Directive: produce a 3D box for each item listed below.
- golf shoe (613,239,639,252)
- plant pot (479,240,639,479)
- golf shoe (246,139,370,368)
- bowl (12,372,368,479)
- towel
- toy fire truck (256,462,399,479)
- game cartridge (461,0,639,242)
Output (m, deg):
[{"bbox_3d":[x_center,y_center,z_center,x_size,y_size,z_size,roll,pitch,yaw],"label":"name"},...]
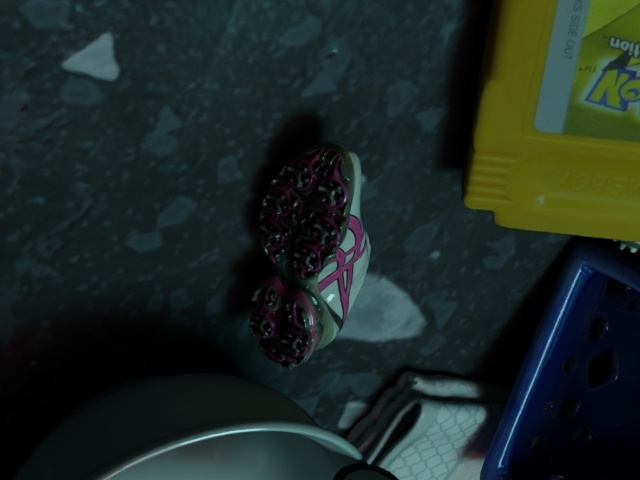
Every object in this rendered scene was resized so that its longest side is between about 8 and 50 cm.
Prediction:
[{"bbox_3d":[0.335,-0.043,1.281,0.273,0.105,0.120,5,123,-37],"label":"golf shoe"},{"bbox_3d":[0.310,0.154,1.339,0.212,0.236,0.236,5,111,-46],"label":"plant pot"},{"bbox_3d":[0.000,0.000,1.143,0.086,0.067,0.186,-35,149,-42],"label":"golf shoe"},{"bbox_3d":[-0.117,0.193,1.199,0.298,0.134,0.297,-18,138,-16],"label":"bowl"},{"bbox_3d":[0.098,0.262,1.476,0.317,0.053,0.332,15,122,-42],"label":"towel"},{"bbox_3d":[0.004,0.270,1.058,0.217,0.246,0.158,-5,133,-29],"label":"toy fire truck"},{"bbox_3d":[0.252,-0.124,1.080,0.285,0.052,0.323,6,131,1],"label":"game cartridge"}]
